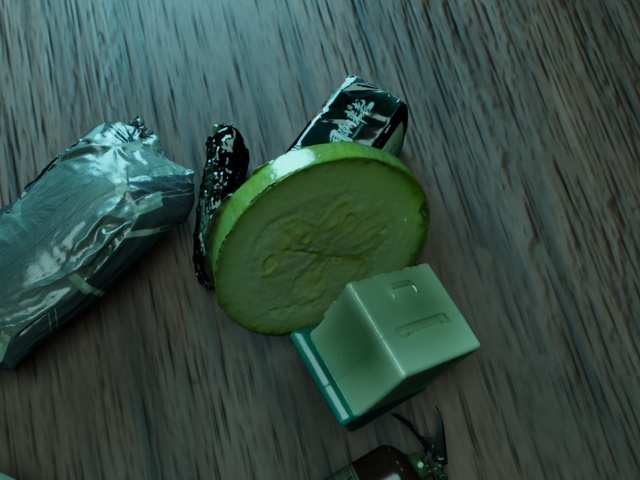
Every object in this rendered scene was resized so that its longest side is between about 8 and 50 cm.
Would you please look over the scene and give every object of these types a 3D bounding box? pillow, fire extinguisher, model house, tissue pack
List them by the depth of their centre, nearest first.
[{"bbox_3d":[0.026,0.234,0.760,0.231,0.071,0.099,-31,44,-6],"label":"fire extinguisher"},{"bbox_3d":[0.048,0.106,0.770,0.127,0.149,0.100,-10,60,-46],"label":"model house"},{"bbox_3d":[0.012,-0.073,0.844,0.090,0.103,0.170,31,76,12],"label":"tissue pack"},{"bbox_3d":[-0.283,0.010,0.847,0.335,0.092,0.161,-43,67,-9],"label":"pillow"}]

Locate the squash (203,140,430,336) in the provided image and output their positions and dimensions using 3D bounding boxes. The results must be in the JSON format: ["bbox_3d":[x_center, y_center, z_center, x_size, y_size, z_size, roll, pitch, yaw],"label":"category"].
[{"bbox_3d":[0.001,0.004,0.761,0.219,0.219,0.041,-23,49,-3],"label":"squash"}]

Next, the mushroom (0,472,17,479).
[{"bbox_3d":[-0.335,0.313,0.717,0.226,0.178,0.226,-13,39,11],"label":"mushroom"}]

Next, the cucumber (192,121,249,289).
[{"bbox_3d":[-0.108,-0.035,0.870,0.053,0.053,0.181,4,73,7],"label":"cucumber"}]
